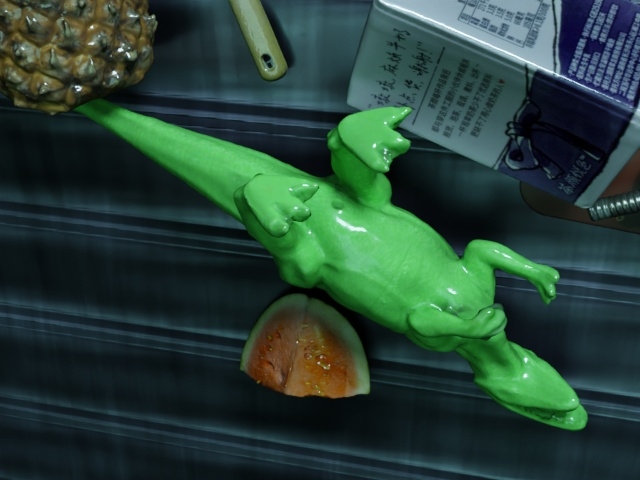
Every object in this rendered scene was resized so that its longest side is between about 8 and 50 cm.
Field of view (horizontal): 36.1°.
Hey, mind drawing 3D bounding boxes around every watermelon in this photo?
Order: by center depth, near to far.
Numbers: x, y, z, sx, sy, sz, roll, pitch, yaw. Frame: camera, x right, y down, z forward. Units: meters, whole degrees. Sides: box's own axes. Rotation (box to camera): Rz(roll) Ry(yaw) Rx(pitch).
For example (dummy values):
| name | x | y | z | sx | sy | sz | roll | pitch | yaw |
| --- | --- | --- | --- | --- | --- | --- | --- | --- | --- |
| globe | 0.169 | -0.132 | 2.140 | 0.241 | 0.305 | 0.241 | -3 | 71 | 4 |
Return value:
| name | x | y | z | sx | sy | sz | roll | pitch | yaw |
| --- | --- | --- | --- | --- | --- | --- | --- | --- | --- |
| watermelon | -0.028 | 0.125 | 0.982 | 0.135 | 0.094 | 0.125 | -19 | 119 | 29 |

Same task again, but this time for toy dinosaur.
| name | x | y | z | sx | sy | sz | roll | pitch | yaw |
| --- | --- | --- | --- | --- | --- | --- | --- | --- | --- |
| toy dinosaur | 0.000 | 0.000 | 0.931 | 0.500 | 0.144 | 0.374 | 21 | 160 | 38 |

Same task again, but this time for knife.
| name | x | y | z | sx | sy | sz | roll | pitch | yaw |
| --- | --- | --- | --- | --- | --- | --- | --- | --- | --- |
| knife | -0.087 | -0.276 | 0.825 | 0.047 | 0.017 | 0.298 | -17 | 108 | 21 |

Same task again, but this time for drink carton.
| name | x | y | z | sx | sy | sz | roll | pitch | yaw |
| --- | --- | --- | --- | --- | --- | --- | --- | --- | --- |
| drink carton | 0.142 | -0.133 | 0.755 | 0.222 | 0.102 | 0.134 | 23 | 154 | 3 |

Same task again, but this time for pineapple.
| name | x | y | z | sx | sy | sz | roll | pitch | yaw |
| --- | --- | --- | --- | --- | --- | --- | --- | --- | --- |
| pineapple | -0.231 | -0.290 | 0.776 | 0.165 | 0.165 | 0.365 | 0 | 118 | 16 |

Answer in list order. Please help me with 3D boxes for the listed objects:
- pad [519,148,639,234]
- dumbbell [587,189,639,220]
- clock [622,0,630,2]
| name | x | y | z | sx | sy | sz | roll | pitch | yaw |
| --- | --- | --- | --- | --- | --- | --- | --- | --- | --- |
| pad | 0.312 | -0.078 | 0.825 | 0.267 | 0.004 | 0.181 | 12 | 120 | 10 |
| dumbbell | 0.341 | -0.050 | 0.781 | 0.253 | 0.082 | 0.082 | -13 | 114 | 22 |
| clock | 0.140 | -0.253 | 0.723 | 0.236 | 0.053 | 0.236 | 20 | 148 | 13 |
